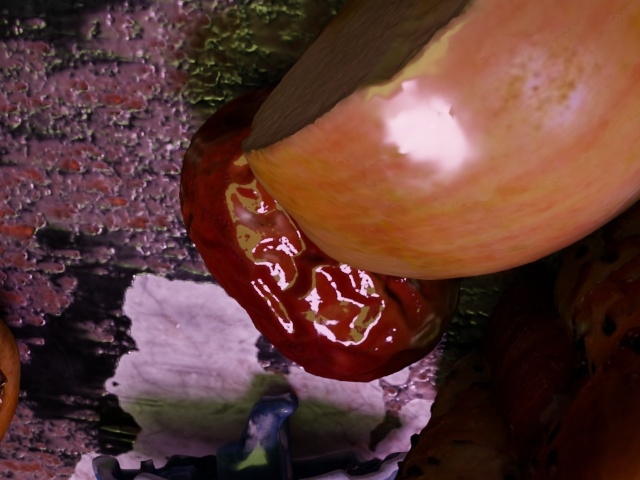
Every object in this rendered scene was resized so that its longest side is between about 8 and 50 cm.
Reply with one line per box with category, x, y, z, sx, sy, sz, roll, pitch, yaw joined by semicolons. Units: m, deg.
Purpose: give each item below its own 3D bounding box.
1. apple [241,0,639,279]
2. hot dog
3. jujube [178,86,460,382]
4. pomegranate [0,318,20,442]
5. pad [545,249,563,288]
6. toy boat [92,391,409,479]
apple;0.110;-0.111;0.811;0.252;0.309;0.314;35;175;29
hot dog;0.179;0.152;0.903;0.196;0.365;0.367;35;122;-9
jujube;0.000;0.000;0.983;0.174;0.174;0.250;-22;120;24
pomegranate;-0.363;0.131;1.123;0.215;0.215;0.215;6;124;9
pad;0.319;0.137;1.093;0.286;0.018;0.284;10;124;7
toy boat;-0.064;0.215;1.175;0.309;0.129;0.142;-3;88;11
